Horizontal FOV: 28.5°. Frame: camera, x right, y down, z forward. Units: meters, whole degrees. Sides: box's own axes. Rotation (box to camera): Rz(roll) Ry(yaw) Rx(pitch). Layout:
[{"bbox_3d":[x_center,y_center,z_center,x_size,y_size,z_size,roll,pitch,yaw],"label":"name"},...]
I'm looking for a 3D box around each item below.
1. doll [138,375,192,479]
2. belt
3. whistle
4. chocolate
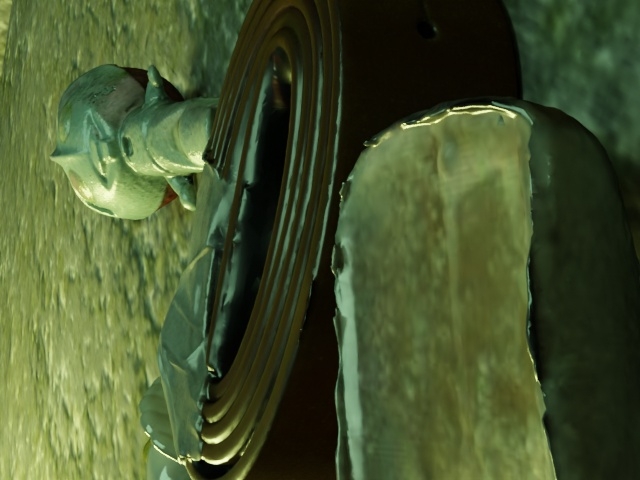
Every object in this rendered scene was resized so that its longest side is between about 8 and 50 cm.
[{"bbox_3d":[-0.090,0.203,0.929,0.119,0.138,0.293,27,120,22],"label":"doll"},{"bbox_3d":[0.000,0.000,0.750,0.217,0.122,0.338,-131,51,-58],"label":"belt"},{"bbox_3d":[-0.151,-0.093,1.145,0.346,0.134,0.142,2,84,58],"label":"whistle"},{"bbox_3d":[0.083,0.093,0.559,0.185,0.100,0.303,-9,82,61],"label":"chocolate"}]
